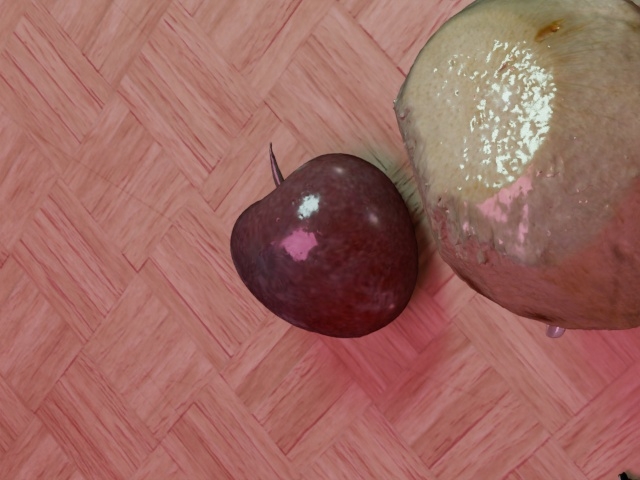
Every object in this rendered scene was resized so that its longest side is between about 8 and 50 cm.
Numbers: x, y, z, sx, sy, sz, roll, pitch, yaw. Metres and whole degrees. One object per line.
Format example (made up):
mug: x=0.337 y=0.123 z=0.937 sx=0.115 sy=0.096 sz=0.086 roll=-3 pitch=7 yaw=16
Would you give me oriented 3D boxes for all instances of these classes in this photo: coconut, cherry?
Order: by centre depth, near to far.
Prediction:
coconut: x=0.276 y=-0.078 z=1.770 sx=0.344 sy=0.415 sz=0.415 roll=-21 pitch=93 yaw=30
cherry: x=0.000 y=0.000 z=2.106 sx=0.236 sy=0.213 sz=0.285 roll=-23 pitch=101 yaw=49

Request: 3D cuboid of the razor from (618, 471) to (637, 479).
razor: x=0.459 y=0.261 z=1.959 sx=0.253 sy=0.042 sz=0.082 roll=-46 pitch=36 yaw=37

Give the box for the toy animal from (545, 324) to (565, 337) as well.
toy animal: x=0.328 y=0.065 z=1.967 sx=0.124 sy=0.071 sz=0.085 roll=-2 pitch=124 yaw=30
